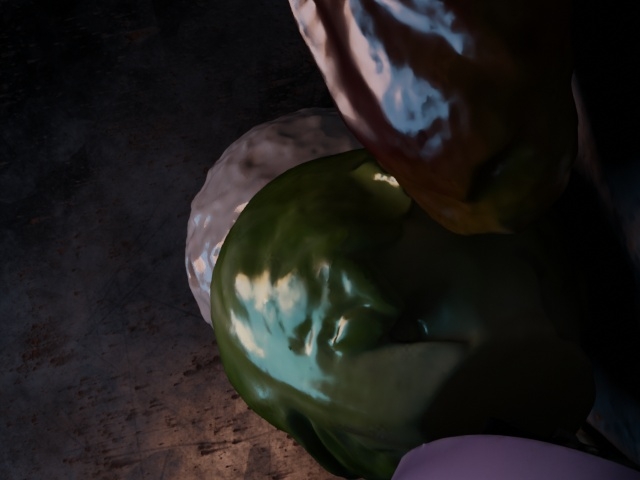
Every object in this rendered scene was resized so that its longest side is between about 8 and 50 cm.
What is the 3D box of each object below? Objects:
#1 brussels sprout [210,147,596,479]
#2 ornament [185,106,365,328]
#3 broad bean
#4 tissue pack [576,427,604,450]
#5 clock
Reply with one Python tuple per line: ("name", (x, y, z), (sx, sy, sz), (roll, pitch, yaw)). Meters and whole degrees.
("brussels sprout", (0.048, 0.039, 0.528), (0.244, 0.244, 0.244), (-14, -90, -87))
("ornament", (0.000, 0.000, 1.031), (0.337, 0.336, 0.337), (-14, -90, -87))
("broad bean", (0.056, -0.113, 0.375), (0.156, 0.122, 0.229), (5, 118, 66))
("tissue pack", (0.171, 0.246, 0.563), (0.183, 0.091, 0.226), (-52, -50, -86))
("clock", (0.112, 0.135, 0.390), (0.064, 0.172, 0.198), (-54, -32, -27))
